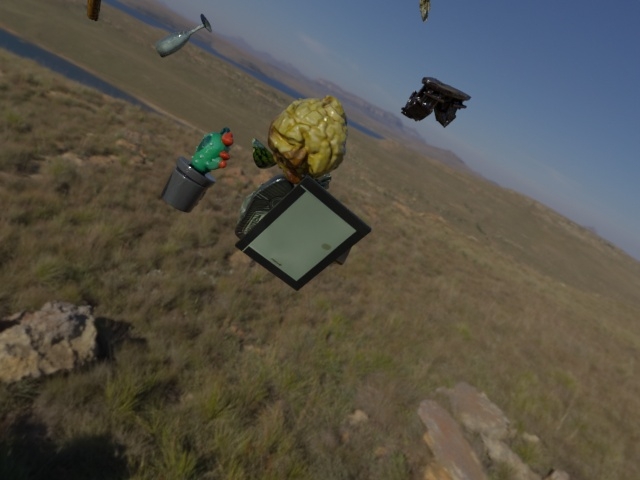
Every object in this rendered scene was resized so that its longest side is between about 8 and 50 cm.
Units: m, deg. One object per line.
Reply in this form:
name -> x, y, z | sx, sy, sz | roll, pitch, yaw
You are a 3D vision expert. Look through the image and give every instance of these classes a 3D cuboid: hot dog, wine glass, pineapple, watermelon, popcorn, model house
hot dog -> -0.637, -0.678, 1.349 | 0.037, 0.122, 0.049 | 18, 48, -14
wine glass -> -0.460, -0.676, 1.583 | 0.066, 0.198, 0.066 | 56, 22, -37
pineapple -> -0.053, -0.216, 1.987 | 0.119, 0.237, 0.111 | -12, -72, 59
watermelon -> -0.210, -0.298, 1.739 | 0.087, 0.069, 0.163 | 43, -3, 26
popcorn -> -0.017, -0.301, 1.423 | 0.225, 0.264, 0.332 | 29, 48, 7
model house -> 0.399, -0.470, 1.661 | 0.203, 0.164, 0.141 | 18, 32, -15

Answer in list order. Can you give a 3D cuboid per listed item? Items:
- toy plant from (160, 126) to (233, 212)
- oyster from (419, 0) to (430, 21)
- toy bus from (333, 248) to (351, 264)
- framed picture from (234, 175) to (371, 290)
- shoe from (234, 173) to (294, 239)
toy plant -> -0.513, -0.320, 2.040 | 0.185, 0.400, 0.279 | 34, 8, -13
oyster -> 0.355, -0.807, 1.647 | 0.038, 0.083, 0.080 | 13, -19, 21
toy bus -> 0.000, 0.000, 1.606 | 0.201, 0.098, 0.114 | 32, -10, -30
framed picture -> -0.057, -0.009, 1.441 | 0.265, 0.347, 0.016 | 37, 30, -21
shoe -> -0.186, -0.136, 1.554 | 0.109, 0.293, 0.149 | 27, 36, -25
